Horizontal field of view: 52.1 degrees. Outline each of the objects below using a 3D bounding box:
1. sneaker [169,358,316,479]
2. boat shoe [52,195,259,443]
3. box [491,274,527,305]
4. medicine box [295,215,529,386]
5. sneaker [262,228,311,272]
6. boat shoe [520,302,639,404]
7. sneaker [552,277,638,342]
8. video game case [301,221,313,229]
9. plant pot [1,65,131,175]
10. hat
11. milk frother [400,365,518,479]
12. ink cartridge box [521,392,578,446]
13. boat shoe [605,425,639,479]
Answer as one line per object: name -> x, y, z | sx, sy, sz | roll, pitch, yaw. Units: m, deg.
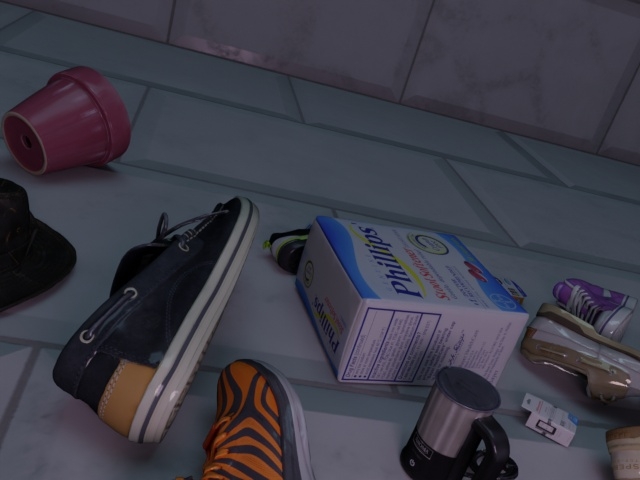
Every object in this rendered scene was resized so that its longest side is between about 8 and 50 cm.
sneaker -> -0.105, 0.233, 0.657 | 0.180, 0.125, 0.321 | 7, 26, -24
boat shoe -> -0.197, 0.059, 0.899 | 0.155, 0.187, 0.500 | 23, 29, -3
box -> 0.359, 0.101, 1.363 | 0.136, 0.028, 0.081 | 13, 25, -15
medicine box -> 0.136, 0.097, 1.074 | 0.289, 0.149, 0.263 | 8, 26, -22
sneaker -> 0.000, 0.000, 1.262 | 0.234, 0.084, 0.097 | -4, 29, -36
boat shoe -> 0.482, 0.223, 1.092 | 0.302, 0.103, 0.113 | 30, -8, 36
sneaker -> 0.534, 0.145, 1.312 | 0.161, 0.102, 0.282 | 25, 15, 24
video game case -> 0.017, 0.000, 1.364 | 0.122, 0.011, 0.087 | 22, 25, 9
plant pot -> -0.510, -0.222, 1.289 | 0.201, 0.201, 0.180 | 28, 42, 22
hat -> -0.508, -0.027, 0.928 | 0.331, 0.134, 0.331 | 15, 24, -7
milk frother -> 0.194, 0.241, 0.825 | 0.129, 0.135, 0.143 | 34, 29, 31
ink cartridge box -> 0.342, 0.270, 0.990 | 0.083, 0.028, 0.048 | 27, 26, 19
boat shoe -> 0.557, 0.342, 0.908 | 0.341, 0.122, 0.110 | 11, 62, -7
